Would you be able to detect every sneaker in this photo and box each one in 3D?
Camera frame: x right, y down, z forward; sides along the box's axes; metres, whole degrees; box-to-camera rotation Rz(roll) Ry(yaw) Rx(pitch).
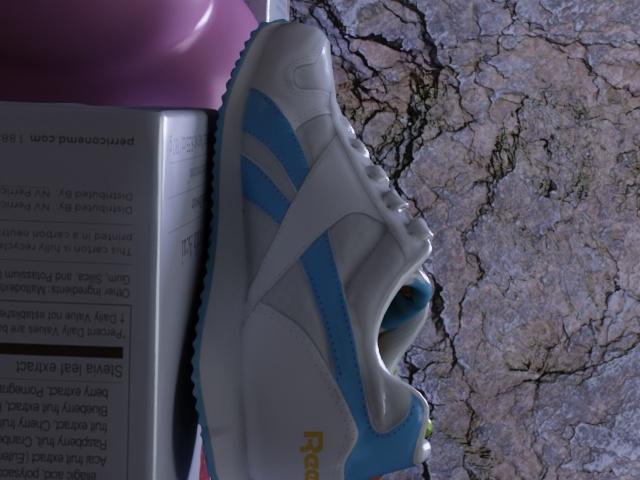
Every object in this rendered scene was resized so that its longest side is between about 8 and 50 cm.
[{"bbox_3d":[0.000,0.000,0.535,0.087,0.092,0.228,86,3,-56],"label":"sneaker"}]

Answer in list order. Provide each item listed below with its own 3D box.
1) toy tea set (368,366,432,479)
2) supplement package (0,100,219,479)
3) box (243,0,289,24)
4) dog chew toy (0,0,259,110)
[{"bbox_3d":[-0.064,0.118,0.897,0.336,0.200,0.124,-15,140,-56],"label":"toy tea set"},{"bbox_3d":[-0.138,0.089,0.517,0.177,0.175,0.292,-76,169,-83],"label":"supplement package"},{"bbox_3d":[-0.115,-0.115,1.011,0.215,0.168,0.345,-66,157,-85],"label":"box"},{"bbox_3d":[-0.112,-0.067,0.693,0.331,0.207,0.206,87,5,-45],"label":"dog chew toy"}]
